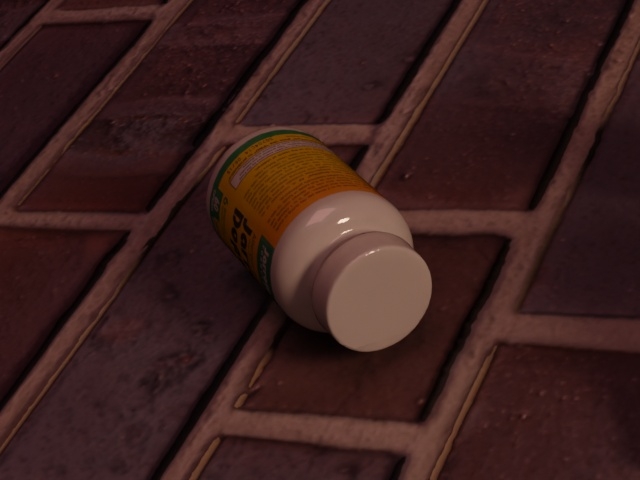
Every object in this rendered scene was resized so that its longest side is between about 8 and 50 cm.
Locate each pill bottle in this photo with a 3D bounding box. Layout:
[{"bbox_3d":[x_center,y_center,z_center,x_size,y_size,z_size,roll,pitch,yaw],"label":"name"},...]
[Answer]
[{"bbox_3d":[0.000,0.000,1.263,0.118,0.117,0.208,-28,35,-12],"label":"pill bottle"}]
